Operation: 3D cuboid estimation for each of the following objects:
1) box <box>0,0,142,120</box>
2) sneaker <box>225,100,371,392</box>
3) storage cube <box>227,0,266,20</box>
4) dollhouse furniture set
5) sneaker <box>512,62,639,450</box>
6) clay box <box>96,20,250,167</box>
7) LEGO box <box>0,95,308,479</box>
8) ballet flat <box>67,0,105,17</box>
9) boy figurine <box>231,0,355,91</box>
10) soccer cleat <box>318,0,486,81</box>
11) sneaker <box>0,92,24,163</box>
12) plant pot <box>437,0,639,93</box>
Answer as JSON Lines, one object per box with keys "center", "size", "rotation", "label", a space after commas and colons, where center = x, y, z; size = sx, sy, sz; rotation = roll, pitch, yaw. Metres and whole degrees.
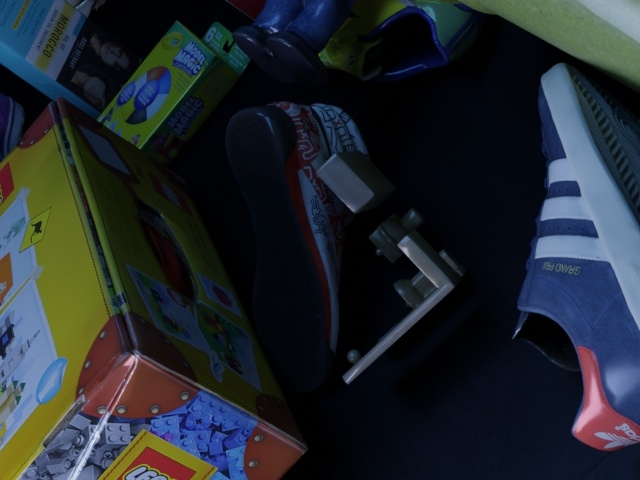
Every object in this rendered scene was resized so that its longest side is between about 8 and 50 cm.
{"center": [-0.345, -0.250, 1.612], "size": [0.060, 0.244, 0.100], "rotation": [4, 66, 45], "label": "box"}
{"center": [0.001, -0.001, 1.220], "size": [0.090, 0.145, 0.270], "rotation": [-10, 93, 38], "label": "sneaker"}
{"center": [-0.058, -0.381, 1.455], "size": [0.193, 0.215, 0.183], "rotation": [-44, 41, 21], "label": "storage cube"}
{"center": [0.031, 0.018, 1.128], "size": [0.123, 0.144, 0.151], "rotation": [-44, 85, 12], "label": "dollhouse furniture set"}
{"center": [0.204, 0.006, 0.992], "size": [0.148, 0.131, 0.350], "rotation": [-45, 33, 31], "label": "sneaker"}
{"center": [-0.186, -0.172, 1.552], "size": [0.222, 0.053, 0.127], "rotation": [-51, 40, 5], "label": "clay box"}
{"center": [-0.264, 0.140, 1.244], "size": [0.372, 0.193, 0.500], "rotation": [-48, 33, 12], "label": "LEGO box"}
{"center": [-0.401, -0.313, 1.850], "size": [0.248, 0.086, 0.086], "rotation": [-32, 45, 24], "label": "ballet flat"}
{"center": [0.023, -0.289, 1.265], "size": [0.177, 0.092, 0.285], "rotation": [14, 68, 46], "label": "boy figurine"}
{"center": [0.035, -0.210, 1.321], "size": [0.289, 0.093, 0.121], "rotation": [-3, 46, 41], "label": "soccer cleat"}
{"center": [-0.490, -0.115, 1.729], "size": [0.102, 0.161, 0.282], "rotation": [-33, 45, 22], "label": "sneaker"}
{"center": [0.248, -0.241, 1.014], "size": [0.276, 0.276, 0.254], "rotation": [-49, 64, 6], "label": "plant pot"}
